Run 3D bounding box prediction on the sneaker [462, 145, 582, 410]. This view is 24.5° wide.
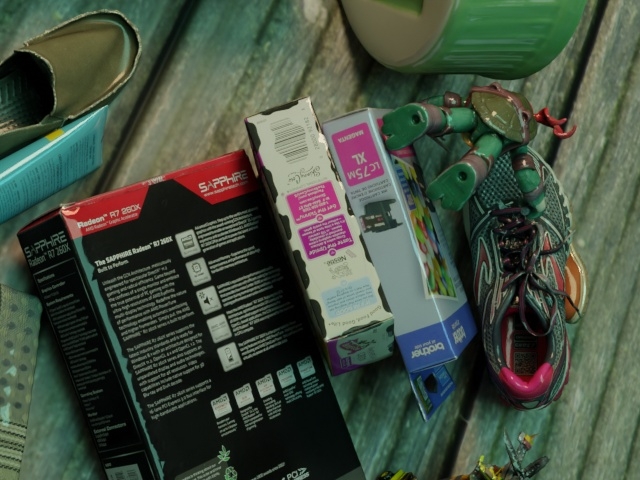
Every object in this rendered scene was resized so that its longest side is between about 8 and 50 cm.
[{"bbox_3d":[0.222,0.033,1.598,0.120,0.112,0.299,-9,80,9],"label":"sneaker"}]

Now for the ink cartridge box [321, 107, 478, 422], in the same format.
[{"bbox_3d":[0.094,0.017,1.516,0.186,0.065,0.311,-19,92,-76],"label":"ink cartridge box"}]

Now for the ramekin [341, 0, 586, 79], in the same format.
[{"bbox_3d":[0.136,-0.315,1.546,0.148,0.303,0.303,-8,83,-28],"label":"ramekin"}]

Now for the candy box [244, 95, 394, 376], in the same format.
[{"bbox_3d":[0.000,0.000,1.423,0.071,0.159,0.233,-20,72,-3],"label":"candy box"}]

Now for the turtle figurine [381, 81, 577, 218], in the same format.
[{"bbox_3d":[0.161,-0.104,1.497,0.175,0.118,0.234,36,26,20],"label":"turtle figurine"}]

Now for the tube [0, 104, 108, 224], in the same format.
[{"bbox_3d":[-0.276,-0.052,1.343,0.207,0.080,0.052,-33,69,-33],"label":"tube"}]

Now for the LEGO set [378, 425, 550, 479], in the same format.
[{"bbox_3d":[0.183,0.370,1.456,0.255,0.192,0.331,-27,92,-43],"label":"LEGO set"}]

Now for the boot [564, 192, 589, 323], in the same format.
[{"bbox_3d":[0.253,0.022,1.687,0.084,0.059,0.158,-3,72,-31],"label":"boot"}]

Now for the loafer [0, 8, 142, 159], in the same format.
[{"bbox_3d":[-0.252,-0.140,1.365,0.251,0.087,0.094,-42,103,-33],"label":"loafer"}]

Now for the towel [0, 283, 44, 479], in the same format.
[{"bbox_3d":[-0.397,0.161,1.228,0.312,0.056,0.324,19,67,-32],"label":"towel"}]

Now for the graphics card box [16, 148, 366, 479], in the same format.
[{"bbox_3d":[-0.111,0.122,1.381,0.232,0.094,0.371,-22,90,-43],"label":"graphics card box"}]
